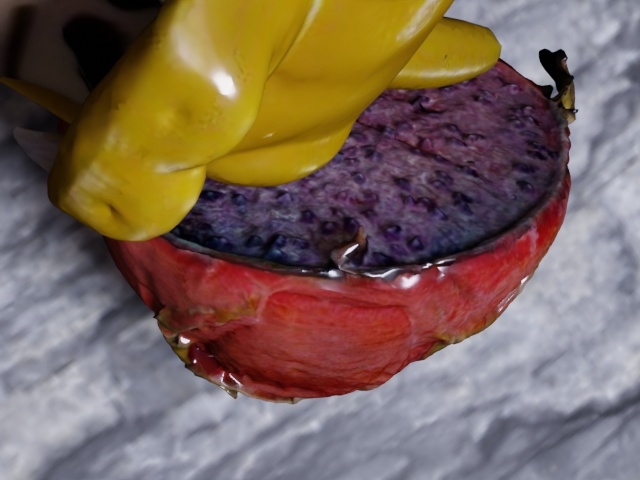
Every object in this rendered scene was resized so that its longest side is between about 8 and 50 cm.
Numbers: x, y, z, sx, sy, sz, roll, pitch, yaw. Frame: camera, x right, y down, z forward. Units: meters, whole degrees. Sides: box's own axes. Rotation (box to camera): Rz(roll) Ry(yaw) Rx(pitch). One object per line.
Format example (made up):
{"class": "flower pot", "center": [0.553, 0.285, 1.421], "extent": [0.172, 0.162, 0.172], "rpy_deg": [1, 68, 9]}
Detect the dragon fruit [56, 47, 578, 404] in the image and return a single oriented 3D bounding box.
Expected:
{"class": "dragon fruit", "center": [-0.004, 0.001, 0.707], "extent": [0.218, 0.224, 0.148], "rpy_deg": [16, 127, 15]}

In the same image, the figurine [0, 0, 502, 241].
{"class": "figurine", "center": [-0.081, -0.209, 0.580], "extent": [0.401, 0.268, 0.387], "rpy_deg": [-43, 81, -13]}
